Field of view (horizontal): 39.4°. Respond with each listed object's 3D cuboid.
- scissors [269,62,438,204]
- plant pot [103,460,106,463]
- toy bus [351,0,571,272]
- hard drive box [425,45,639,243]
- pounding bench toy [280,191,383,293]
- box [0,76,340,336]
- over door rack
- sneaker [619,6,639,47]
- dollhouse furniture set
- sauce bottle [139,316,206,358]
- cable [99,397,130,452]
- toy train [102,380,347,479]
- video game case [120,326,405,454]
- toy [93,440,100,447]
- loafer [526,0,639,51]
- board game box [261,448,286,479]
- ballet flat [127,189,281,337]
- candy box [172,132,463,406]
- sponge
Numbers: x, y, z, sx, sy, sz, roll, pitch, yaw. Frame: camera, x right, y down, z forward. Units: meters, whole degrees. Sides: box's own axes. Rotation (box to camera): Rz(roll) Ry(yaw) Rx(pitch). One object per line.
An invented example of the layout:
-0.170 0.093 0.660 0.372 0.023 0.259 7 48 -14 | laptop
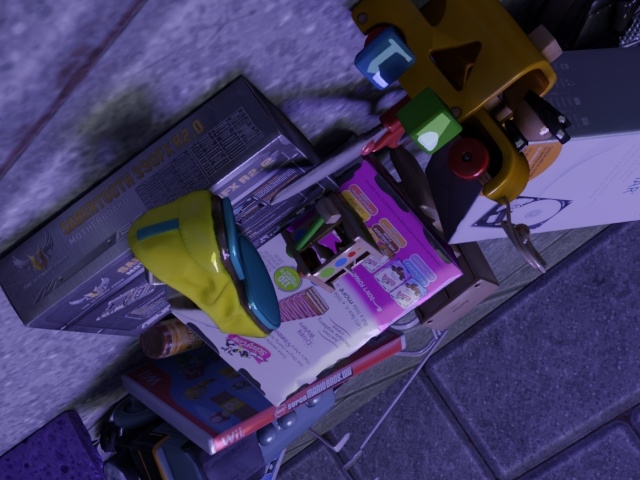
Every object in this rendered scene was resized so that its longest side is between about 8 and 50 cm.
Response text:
0.042 -0.079 0.744 0.297 0.021 0.109 -43 172 -36 | scissors
-0.332 0.445 1.572 0.237 0.109 0.237 -32 164 -10 | plant pot
0.116 -0.111 0.625 0.104 0.191 0.202 -39 120 17 | toy bus
0.235 -0.087 0.817 0.232 0.089 0.181 -8 155 -13 | hard drive box
0.000 0.000 0.753 0.065 0.052 0.083 -36 148 12 | pounding bench toy
-0.109 -0.013 0.703 0.231 0.056 0.183 -36 164 7 | box
0.079 0.188 1.351 0.324 0.108 0.239 -61 153 -20 | over door rack
0.383 -0.235 0.880 0.121 0.112 0.299 -4 157 -46 | sneaker
0.075 -0.007 1.038 0.212 0.161 0.242 -41 141 25 | dollhouse furniture set
-0.148 0.103 1.016 0.042 0.042 0.128 -42 165 29 | sauce bottle
-0.237 0.246 1.262 0.151 0.047 0.184 -25 162 -29 | cable
-0.105 0.217 1.116 0.190 0.142 0.334 1 -158 43 | toy train
-0.068 0.145 1.081 0.285 0.204 0.025 -24 118 -33 | video game case
-0.361 0.379 1.219 0.137 0.056 0.237 -35 -169 6 | toy
0.243 -0.178 0.838 0.109 0.095 0.302 -27 164 -23 | loafer
-0.183 0.401 1.528 0.302 0.086 0.308 -8 122 -57 | board game box
-0.083 0.024 0.650 0.077 0.077 0.231 -13 161 1 | ballet flat
-0.006 0.033 0.860 0.233 0.159 0.071 -37 -155 12 | candy box
-0.358 0.314 1.089 0.210 0.117 0.031 -35 166 8 | sponge
